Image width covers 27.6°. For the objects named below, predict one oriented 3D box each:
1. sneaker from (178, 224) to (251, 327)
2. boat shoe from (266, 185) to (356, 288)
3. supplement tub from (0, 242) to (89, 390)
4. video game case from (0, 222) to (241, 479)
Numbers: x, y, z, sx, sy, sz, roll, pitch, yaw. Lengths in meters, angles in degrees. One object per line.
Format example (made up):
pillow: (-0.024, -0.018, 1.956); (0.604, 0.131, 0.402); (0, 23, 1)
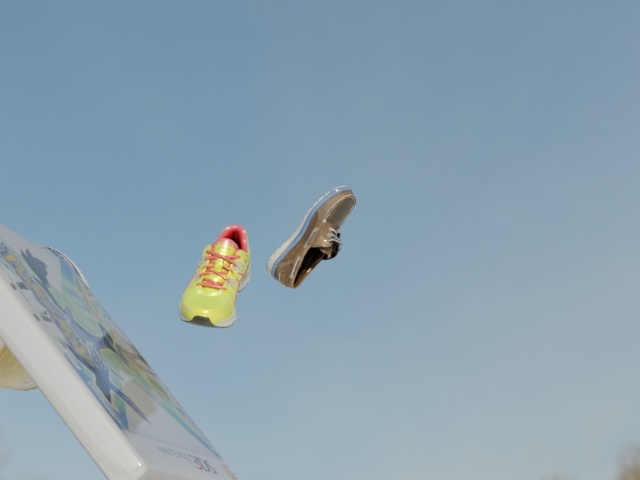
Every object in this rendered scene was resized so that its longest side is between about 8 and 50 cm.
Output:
sneaker: (-0.144, 0.046, 1.806); (0.081, 0.208, 0.094); (11, -61, 3)
boat shoe: (0.000, 0.000, 2.006); (0.183, 0.066, 0.066); (-51, -34, 2)
supplement tub: (-0.495, 0.096, 1.871); (0.228, 0.228, 0.316); (-22, -16, 16)
video game case: (-0.212, 0.109, 1.195); (0.036, 0.329, 0.300); (-42, -20, 0)
